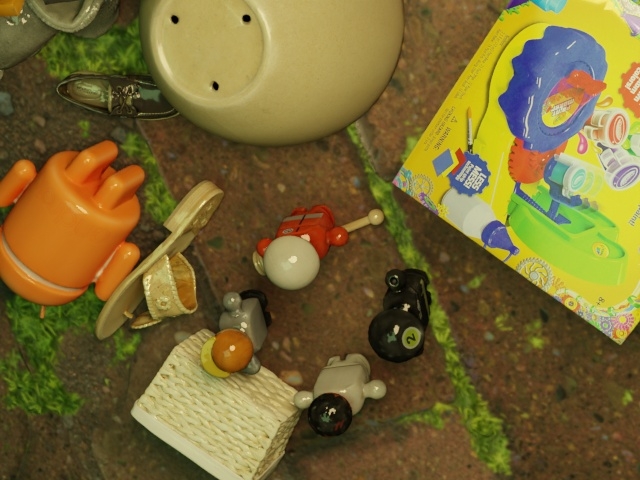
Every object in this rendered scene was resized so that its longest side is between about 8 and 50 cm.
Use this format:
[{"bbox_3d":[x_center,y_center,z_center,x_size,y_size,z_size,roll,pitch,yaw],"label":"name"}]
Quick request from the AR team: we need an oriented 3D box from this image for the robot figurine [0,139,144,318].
[{"bbox_3d":[-0.292,-0.015,1.990,0.158,0.128,0.219,24,119,-30],"label":"robot figurine"}]

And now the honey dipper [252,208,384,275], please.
[{"bbox_3d":[0.000,0.000,1.936,0.161,0.030,0.030,-20,97,22],"label":"honey dipper"}]

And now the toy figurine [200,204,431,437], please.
[{"bbox_3d":[-0.001,0.092,1.878,0.213,0.148,0.209,35,115,-5],"label":"toy figurine"}]

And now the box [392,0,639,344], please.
[{"bbox_3d":[0.278,-0.110,1.713,0.279,0.177,0.290,35,115,7],"label":"box"}]

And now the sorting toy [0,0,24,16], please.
[{"bbox_3d":[-0.345,-0.356,1.857,0.229,0.307,0.041,1,149,19],"label":"sorting toy"}]

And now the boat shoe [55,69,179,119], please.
[{"bbox_3d":[-0.226,-0.160,1.963,0.152,0.049,0.056,5,108,20],"label":"boat shoe"}]

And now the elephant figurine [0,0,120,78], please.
[{"bbox_3d":[-0.282,-0.287,1.902,0.240,0.169,0.186,-9,131,8],"label":"elephant figurine"}]

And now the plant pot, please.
[{"bbox_3d":[-0.075,-0.220,1.810,0.284,0.191,0.284,6,107,19],"label":"plant pot"}]

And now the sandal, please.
[{"bbox_3d":[-0.167,0.047,1.980,0.079,0.088,0.240,41,111,13],"label":"sandal"}]

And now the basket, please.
[{"bbox_3d":[-0.110,0.191,1.989,0.167,0.113,0.103,35,110,9],"label":"basket"}]

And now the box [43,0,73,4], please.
[{"bbox_3d":[-0.176,-0.371,1.758,0.216,0.270,0.060,-8,147,9],"label":"box"}]
